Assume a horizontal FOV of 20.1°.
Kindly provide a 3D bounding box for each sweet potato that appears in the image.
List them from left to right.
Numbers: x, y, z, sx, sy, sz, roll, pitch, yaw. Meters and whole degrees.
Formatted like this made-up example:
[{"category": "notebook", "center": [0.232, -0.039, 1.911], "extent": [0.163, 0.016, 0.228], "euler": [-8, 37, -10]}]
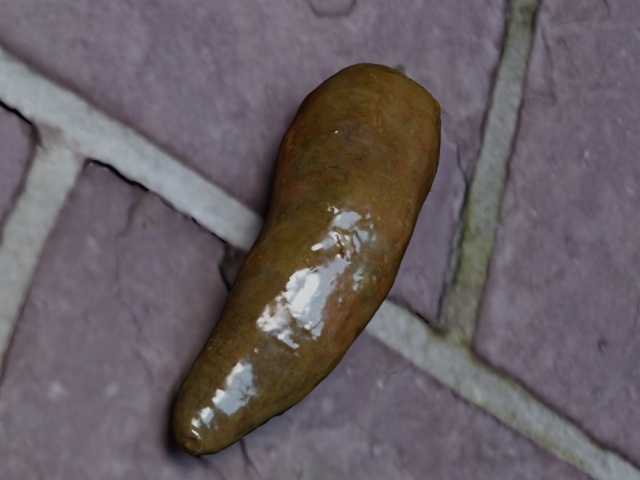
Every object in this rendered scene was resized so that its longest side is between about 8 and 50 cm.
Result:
[{"category": "sweet potato", "center": [0.001, 0.000, 1.011], "extent": [0.097, 0.097, 0.292], "euler": [43, 49, -20]}]
